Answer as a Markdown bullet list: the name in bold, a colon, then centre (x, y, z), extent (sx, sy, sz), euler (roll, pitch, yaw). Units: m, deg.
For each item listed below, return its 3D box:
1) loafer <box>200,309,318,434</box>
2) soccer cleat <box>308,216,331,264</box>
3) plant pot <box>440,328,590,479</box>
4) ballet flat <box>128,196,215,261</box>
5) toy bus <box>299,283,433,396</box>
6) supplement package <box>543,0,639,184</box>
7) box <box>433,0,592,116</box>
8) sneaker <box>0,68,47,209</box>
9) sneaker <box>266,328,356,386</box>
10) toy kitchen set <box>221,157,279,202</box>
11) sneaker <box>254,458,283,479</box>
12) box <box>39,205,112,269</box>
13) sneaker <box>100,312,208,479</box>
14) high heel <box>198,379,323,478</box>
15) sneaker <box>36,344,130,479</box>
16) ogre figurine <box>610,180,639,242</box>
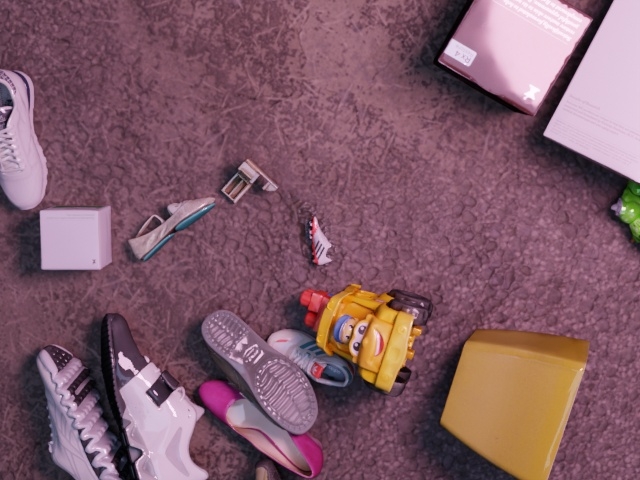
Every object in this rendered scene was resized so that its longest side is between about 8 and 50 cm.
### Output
- **loafer**: centre (-0.102, 0.221, 1.824), extent (0.094, 0.087, 0.251), euler (-39, 83, -22)
- **soccer cleat**: centre (0.000, 0.000, 1.819), extent (0.035, 0.029, 0.083), euler (-7, 101, -5)
- **plant pot**: centre (0.309, 0.247, 1.757), extent (0.187, 0.212, 0.212), euler (19, 100, 13)
- **ballet flat**: centre (-0.252, -0.031, 1.815), extent (0.168, 0.057, 0.052), euler (-38, 85, 8)
- **toy bus**: centre (0.060, 0.138, 1.745), extent (0.211, 0.220, 0.150), euler (20, 96, 6)
- **supplement package**: centre (0.504, -0.239, 1.647), extent (0.175, 0.177, 0.293), euler (32, 101, 31)
- **box**: centre (0.286, -0.303, 1.667), extent (0.168, 0.203, 0.167), euler (31, 99, -2)
- **sneaker**: centre (-0.511, -0.163, 1.790), extent (0.090, 0.095, 0.235), euler (-9, 99, 3)
- **sneaker**: centre (-0.015, 0.199, 1.824), extent (0.161, 0.075, 0.057), euler (26, 99, -1)
- **toy kitchen set**: centre (-0.117, -0.084, 1.783), extent (0.068, 0.083, 0.075), euler (42, 99, -3)
- **sneaker**: centre (-0.161, 0.558, 1.820), extent (0.182, 0.158, 0.411), euler (12, 97, 2)
- **box**: centre (-0.405, -0.005, 1.810), extent (0.101, 0.087, 0.102), euler (0, 99, 3)
- **sneaker**: centre (-0.279, 0.272, 1.840), extent (0.146, 0.122, 0.331), euler (-16, 88, -19)
- **high heel**: centre (-0.103, 0.318, 1.825), extent (0.244, 0.117, 0.082), euler (36, 99, -3)
- **sneaker**: centre (-0.421, 0.320, 1.857), extent (0.118, 0.110, 0.292), euler (-23, 96, 15)
- **ogre figurine**: centre (0.550, -0.039, 1.747), extent (0.118, 0.097, 0.197), euler (-40, 106, -3)
